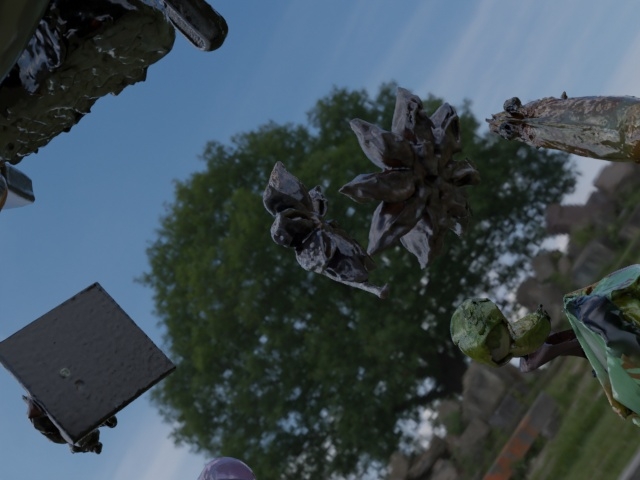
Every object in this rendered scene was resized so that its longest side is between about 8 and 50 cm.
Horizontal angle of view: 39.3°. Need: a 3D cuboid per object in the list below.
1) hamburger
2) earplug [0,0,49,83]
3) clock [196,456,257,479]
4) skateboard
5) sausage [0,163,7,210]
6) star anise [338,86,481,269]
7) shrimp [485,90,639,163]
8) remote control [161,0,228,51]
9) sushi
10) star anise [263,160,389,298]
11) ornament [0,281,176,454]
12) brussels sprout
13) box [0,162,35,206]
[{"bbox_3d":[0.373,0.130,0.981,0.125,0.214,0.235,-37,-3,-8],"label":"hamburger"},{"bbox_3d":[-0.264,-0.220,0.389,0.312,0.313,0.394,49,-144,-69],"label":"earplug"},{"bbox_3d":[-0.084,0.392,1.003,0.113,0.296,0.322,-62,-7,23],"label":"clock"},{"bbox_3d":[0.328,0.143,1.164,0.151,0.080,0.067,-19,11,29],"label":"skateboard"},{"bbox_3d":[-0.458,-0.004,1.102,0.234,0.071,0.071,-60,-19,-16],"label":"sausage"},{"bbox_3d":[0.169,-0.107,1.567,0.332,0.118,0.331,2,-93,-35],"label":"star anise"},{"bbox_3d":[0.286,-0.104,0.863,0.154,0.294,0.062,8,-83,-48],"label":"shrimp"},{"bbox_3d":[-0.277,-0.435,1.605,0.090,0.266,0.066,-28,36,37],"label":"remote control"},{"bbox_3d":[-0.229,-0.153,0.711,0.212,0.115,0.147,-33,-4,14],"label":"sushi"},{"bbox_3d":[0.000,0.000,1.282,0.081,0.262,0.230,-42,-21,10],"label":"star anise"},{"bbox_3d":[-0.299,0.195,1.100,0.166,0.153,0.196,-34,-21,-36],"label":"ornament"},{"bbox_3d":[0.138,0.070,0.675,0.083,0.046,0.051,8,-85,-23],"label":"brussels sprout"},{"bbox_3d":[-0.623,-0.084,1.423,0.289,0.290,0.073,162,104,-82],"label":"box"}]
